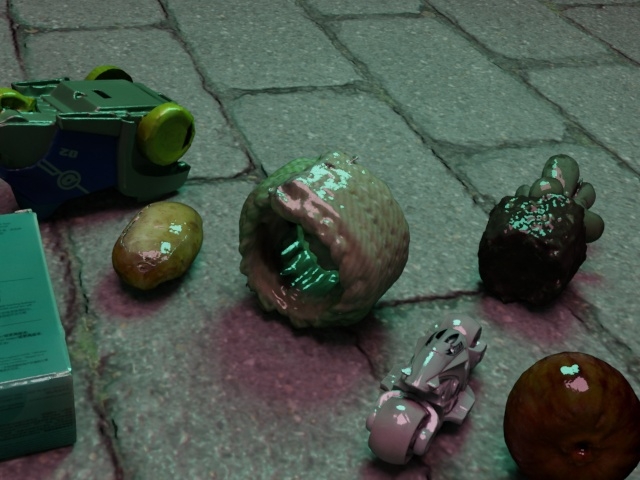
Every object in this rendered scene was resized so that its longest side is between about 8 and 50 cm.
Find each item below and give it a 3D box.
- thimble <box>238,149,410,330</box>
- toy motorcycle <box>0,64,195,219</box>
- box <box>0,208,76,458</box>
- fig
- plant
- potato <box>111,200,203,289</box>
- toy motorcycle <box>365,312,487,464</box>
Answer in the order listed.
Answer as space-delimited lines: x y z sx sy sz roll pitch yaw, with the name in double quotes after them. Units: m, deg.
0.000 0.000 1.095 0.219 0.219 0.150 24 39 22 "thimble"
-0.363 -0.137 1.259 0.191 0.200 0.326 34 32 33 "toy motorcycle"
-0.400 0.104 0.963 0.205 0.118 0.311 -7 38 -23 "box"
0.285 0.200 0.943 0.202 0.148 0.149 10 58 -57 "fig"
0.334 -0.026 1.252 0.149 0.146 0.274 20 37 22 "plant"
-0.220 0.007 1.164 0.107 0.080 0.170 16 39 -1 "potato"
0.130 0.157 0.994 0.112 0.112 0.254 22 37 20 "toy motorcycle"
